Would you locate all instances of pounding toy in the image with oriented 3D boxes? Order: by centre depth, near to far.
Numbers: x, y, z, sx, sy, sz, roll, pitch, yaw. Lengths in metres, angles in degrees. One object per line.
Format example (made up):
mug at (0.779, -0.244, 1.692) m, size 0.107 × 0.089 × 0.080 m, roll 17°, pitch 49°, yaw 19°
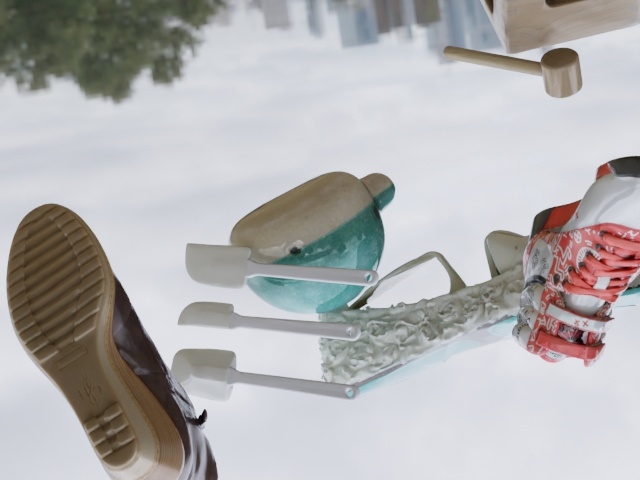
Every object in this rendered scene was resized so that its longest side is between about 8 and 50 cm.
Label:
pounding toy at (0.192, -0.222, 1.226) m, size 0.181 × 0.094 × 0.206 m, roll -13°, pitch -137°, yaw -2°

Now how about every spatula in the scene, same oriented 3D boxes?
spatula at (-0.054, 0.093, 1.460) m, size 0.242 × 0.168 × 0.019 m, roll 5°, pitch 171°, yaw 29°

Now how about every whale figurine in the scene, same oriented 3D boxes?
whale figurine at (0.000, 0.000, 1.606) m, size 0.216 × 0.141 × 0.272 m, roll -27°, pitch -174°, yaw 11°

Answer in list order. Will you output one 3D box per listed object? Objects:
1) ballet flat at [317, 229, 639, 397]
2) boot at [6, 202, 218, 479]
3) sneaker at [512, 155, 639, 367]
ballet flat at (0.171, 0.063, 1.550) m, size 0.409 × 0.147 × 0.147 m, roll -21°, pitch -174°, yaw 18°
boot at (-0.170, 0.103, 1.157) m, size 0.090 × 0.248 × 0.207 m, roll -24°, pitch 162°, yaw 5°
sneaker at (0.239, 0.028, 1.159) m, size 0.090 × 0.145 × 0.270 m, roll 15°, pitch 165°, yaw -10°
